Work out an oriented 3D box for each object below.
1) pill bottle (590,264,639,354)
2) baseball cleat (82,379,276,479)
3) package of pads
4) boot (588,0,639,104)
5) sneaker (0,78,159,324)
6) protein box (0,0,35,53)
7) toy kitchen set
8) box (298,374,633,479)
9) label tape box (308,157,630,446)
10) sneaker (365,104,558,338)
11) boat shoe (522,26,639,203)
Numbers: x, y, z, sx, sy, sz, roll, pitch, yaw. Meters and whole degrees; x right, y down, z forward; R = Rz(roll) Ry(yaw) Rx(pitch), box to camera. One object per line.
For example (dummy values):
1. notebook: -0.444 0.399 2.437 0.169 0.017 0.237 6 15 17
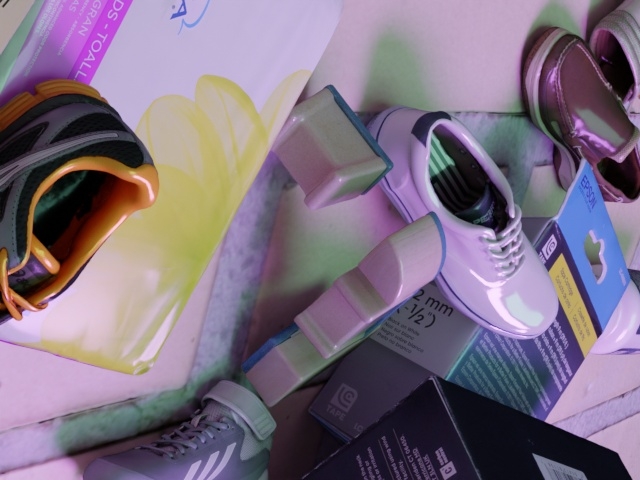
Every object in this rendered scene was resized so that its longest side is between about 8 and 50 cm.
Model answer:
1. pill bottle: 0.345 0.083 1.408 0.180 0.108 0.108 8 106 -54
2. baseball cleat: -0.107 0.161 0.928 0.206 0.072 0.109 22 81 -60
3. package of pads: -0.128 -0.077 0.693 0.229 0.101 0.296 27 92 -54
4. boot: 0.363 -0.199 1.269 0.165 0.077 0.213 -49 138 -20
5. sneaker: -0.166 0.012 0.557 0.215 0.083 0.084 -48 141 -11
6. protein box: -0.250 -0.117 0.479 0.201 0.136 0.200 -59 145 -5
7. toy kitchen set: 0.000 0.000 0.944 0.122 0.166 0.207 -28 168 -49
8. box: 0.110 0.313 1.046 0.312 0.179 0.343 -40 140 22
9. label tape box: 0.166 0.103 1.189 0.348 0.115 0.249 -55 144 -14
10. sneaker: 0.132 -0.005 0.996 0.094 0.091 0.258 -49 115 -14
11. boat shoe: 0.285 -0.122 1.202 0.095 0.095 0.257 -55 145 -10
